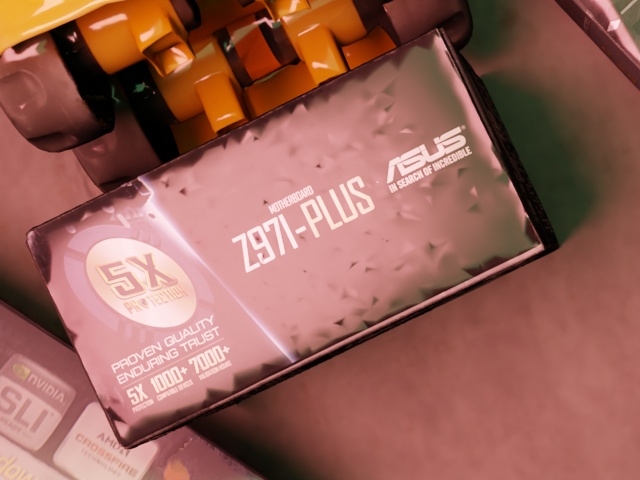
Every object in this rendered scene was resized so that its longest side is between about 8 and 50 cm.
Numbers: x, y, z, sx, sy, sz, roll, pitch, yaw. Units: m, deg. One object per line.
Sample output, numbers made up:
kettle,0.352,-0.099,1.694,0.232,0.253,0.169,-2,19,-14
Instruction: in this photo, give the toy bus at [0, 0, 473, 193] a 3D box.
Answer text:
toy bus,-0.055,-0.141,0.662,0.149,0.220,0.211,-23,80,5

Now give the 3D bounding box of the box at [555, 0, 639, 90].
box,0.216,-0.119,0.694,0.231,0.056,0.183,-44,83,6

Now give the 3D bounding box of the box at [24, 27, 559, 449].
box,0.000,0.000,0.665,0.147,0.180,0.078,-26,86,8

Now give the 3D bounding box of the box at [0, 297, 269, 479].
box,-0.246,0.130,0.721,0.395,0.097,0.318,34,80,7
